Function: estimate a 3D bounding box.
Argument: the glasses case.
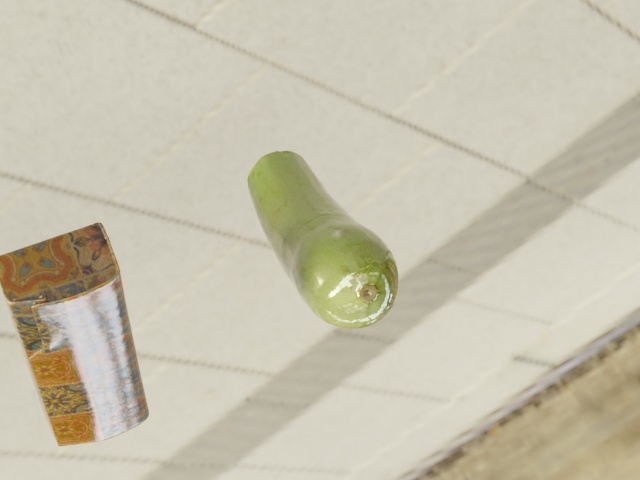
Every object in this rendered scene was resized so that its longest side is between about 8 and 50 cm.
[{"bbox_3d":[-0.166,0.073,1.013,0.075,0.049,0.218,-20,151,-13],"label":"glasses case"}]

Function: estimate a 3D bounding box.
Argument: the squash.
[{"bbox_3d":[0.000,0.000,1.219,0.083,0.250,0.083,-7,115,-15],"label":"squash"}]
